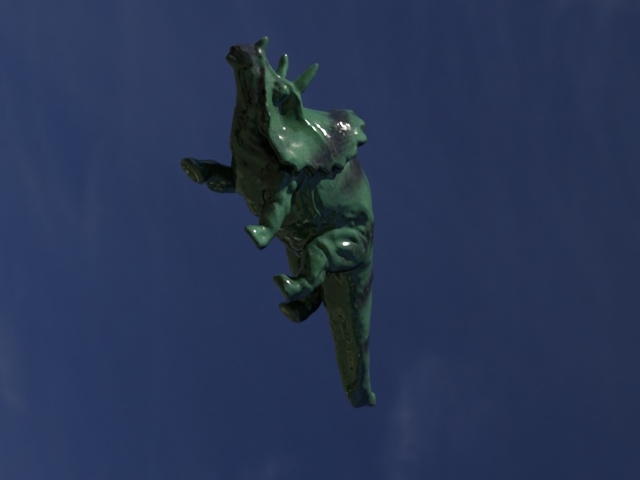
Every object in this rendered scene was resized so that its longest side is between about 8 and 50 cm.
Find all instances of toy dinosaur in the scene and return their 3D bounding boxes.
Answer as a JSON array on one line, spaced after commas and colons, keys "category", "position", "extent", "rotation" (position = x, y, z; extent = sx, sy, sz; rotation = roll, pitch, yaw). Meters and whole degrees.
[{"category": "toy dinosaur", "position": [-0.015, 0.005, 1.049], "extent": [0.079, 0.120, 0.292], "rotation": [20, -56, 53]}]
